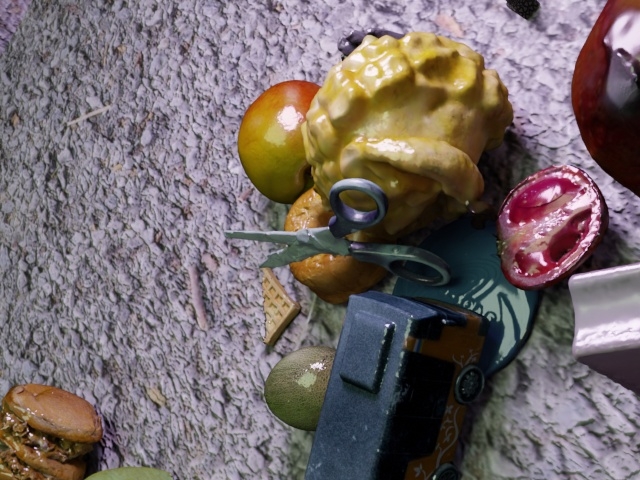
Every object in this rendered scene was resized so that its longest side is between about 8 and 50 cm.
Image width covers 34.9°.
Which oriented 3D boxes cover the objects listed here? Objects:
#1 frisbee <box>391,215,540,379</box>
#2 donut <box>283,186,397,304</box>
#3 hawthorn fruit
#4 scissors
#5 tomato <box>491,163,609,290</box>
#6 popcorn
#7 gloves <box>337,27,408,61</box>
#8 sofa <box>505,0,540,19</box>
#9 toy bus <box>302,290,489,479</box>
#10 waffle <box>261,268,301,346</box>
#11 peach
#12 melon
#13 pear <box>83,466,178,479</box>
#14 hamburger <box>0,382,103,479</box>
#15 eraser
[{"bbox_3d":[0.211,0.091,1.598,0.290,0.049,0.289,-23,55,36],"label":"frisbee"},{"bbox_3d":[0.035,-0.006,1.779,0.227,0.114,0.226,-23,54,34],"label":"donut"},{"bbox_3d":[0.477,-0.210,1.313,0.308,0.308,0.324,7,74,47],"label":"hawthorn fruit"},{"bbox_3d":[0.000,0.000,1.614,0.384,0.256,0.029,-4,51,42],"label":"scissors"},{"bbox_3d":[0.346,-0.008,1.476,0.173,0.099,0.189,-24,51,32],"label":"tomato"},{"bbox_3d":[0.152,-0.145,1.575,0.349,0.349,0.381,-49,51,15],"label":"popcorn"},{"bbox_3d":[0.147,-0.310,1.828,0.286,0.119,0.142,21,77,34],"label":"gloves"},{"bbox_3d":[0.313,-0.425,1.714,0.039,0.118,0.060,-49,43,12],"label":"sofa"},{"bbox_3d":[0.110,0.242,1.488,0.162,0.194,0.323,16,93,48],"label":"toy bus"},{"bbox_3d":[-0.101,0.118,1.915,0.097,0.023,0.152,-51,44,12],"label":"waffle"},{"bbox_3d":[-0.048,-0.180,1.885,0.231,0.231,0.230,-22,55,36],"label":"peach"},{"bbox_3d":[-0.007,0.243,1.671,0.192,0.139,0.139,-13,61,40],"label":"melon"},{"bbox_3d":[-0.330,0.519,1.774,0.139,0.239,0.288,-55,41,8],"label":"pear"},{"bbox_3d":[-0.569,0.421,2.076,0.261,0.245,0.211,33,92,28],"label":"hamburger"},{"bbox_3d":[0.503,0.091,1.138,0.359,0.272,0.122,-16,59,40],"label":"eraser"}]
